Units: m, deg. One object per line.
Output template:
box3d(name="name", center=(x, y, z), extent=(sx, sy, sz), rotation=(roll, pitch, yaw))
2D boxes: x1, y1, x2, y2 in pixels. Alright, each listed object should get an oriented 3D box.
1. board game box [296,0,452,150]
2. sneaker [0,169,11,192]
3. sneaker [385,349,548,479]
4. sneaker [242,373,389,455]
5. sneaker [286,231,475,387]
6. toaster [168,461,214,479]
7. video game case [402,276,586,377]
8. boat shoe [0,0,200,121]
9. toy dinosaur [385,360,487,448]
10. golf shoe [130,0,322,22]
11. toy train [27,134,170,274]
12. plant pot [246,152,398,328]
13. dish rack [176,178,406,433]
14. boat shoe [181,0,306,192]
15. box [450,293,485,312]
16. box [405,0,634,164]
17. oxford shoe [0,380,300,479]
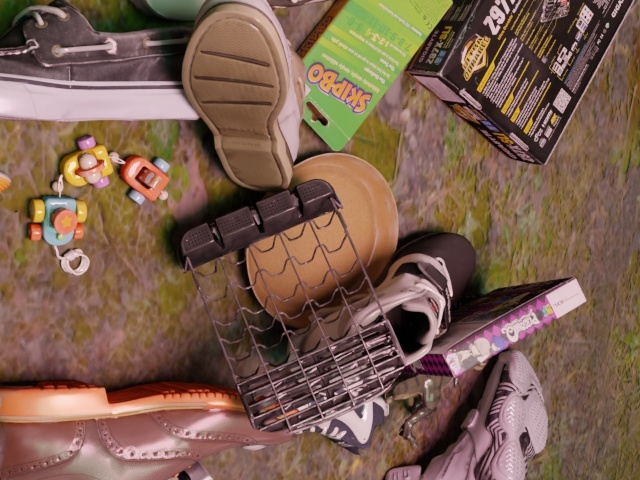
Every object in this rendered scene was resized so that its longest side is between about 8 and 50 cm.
box3d(name="board game box", center=(0.055, -0.248, 1.120), extent=(0.124, 0.039, 0.259), rotation=(43, 76, -35))
box3d(name="sneaker", center=(-0.403, -0.068, 0.833), extent=(0.215, 0.084, 0.083), rotation=(27, 93, -38))
box3d(name="sneaker", center=(0.221, 0.331, 1.358), extent=(0.137, 0.210, 0.366), rotation=(51, 40, -35))
box3d(name="sneaker", center=(0.004, 0.250, 1.201), extent=(0.235, 0.094, 0.153), rotation=(-34, 113, -33))
box3d(name="sneaker", center=(0.122, 0.091, 1.145), extent=(0.330, 0.146, 0.122), rotation=(-36, 107, -34))
box3d(name="toaster", center=(-0.190, 0.364, 1.095), extent=(0.168, 0.110, 0.186), rotation=(-38, 122, -18))
box3d(name="video game case", center=(0.216, 0.119, 1.212), extent=(0.210, 0.232, 0.042), rotation=(-27, 90, -16))
box3d(name="boat shoe", center=(-0.265, -0.179, 0.885), extent=(0.335, 0.121, 0.119), rotation=(-8, 102, -44))
box3d(name="toy dinosaur", center=(0.149, 0.225, 1.282), extent=(0.268, 0.064, 0.118), rotation=(-18, 128, -51))
box3d(name="golf shoe", center=(-0.072, -0.298, 0.966), extent=(0.272, 0.120, 0.105), rotation=(-18, 115, -28))
box3d(name="toy train", center=(-0.239, -0.041, 0.974), extent=(0.166, 0.046, 0.125), rotation=(-51, 125, -11))
box3d(name="plant pot", center=(0.000, 0.000, 1.161), extent=(0.236, 0.032, 0.236), rotation=(-11, 110, -32))
box3d(name="dish rack", center=(-0.032, 0.074, 1.012), extent=(0.208, 0.074, 0.272), rotation=(-23, 77, -5))
box3d(name="boat shoe", center=(-0.074, -0.171, 0.951), extent=(0.302, 0.113, 0.103), rotation=(90, 11, -63))
box3d(name="box", center=(0.224, 0.125, 1.362), extent=(0.067, 0.018, 0.083), rotation=(0, 104, -34))
box3d(name="box", center=(0.295, -0.304, 1.242), extent=(0.257, 0.079, 0.322), rotation=(30, 87, -35))
box3d(name="oxford shoe", center=(-0.192, 0.231, 1.017), extent=(0.363, 0.130, 0.133), rotation=(5, 84, -22))
